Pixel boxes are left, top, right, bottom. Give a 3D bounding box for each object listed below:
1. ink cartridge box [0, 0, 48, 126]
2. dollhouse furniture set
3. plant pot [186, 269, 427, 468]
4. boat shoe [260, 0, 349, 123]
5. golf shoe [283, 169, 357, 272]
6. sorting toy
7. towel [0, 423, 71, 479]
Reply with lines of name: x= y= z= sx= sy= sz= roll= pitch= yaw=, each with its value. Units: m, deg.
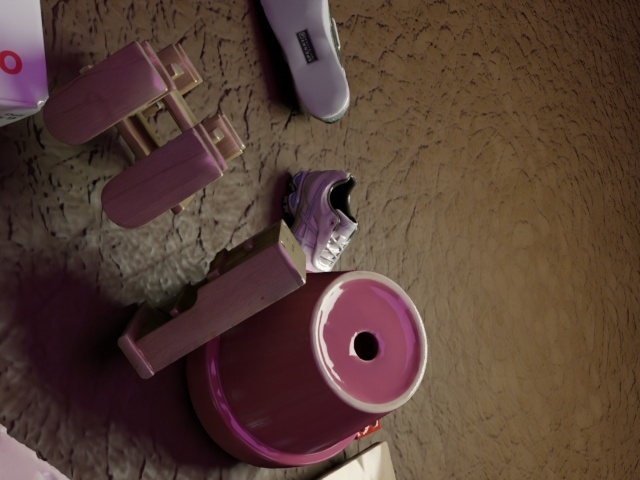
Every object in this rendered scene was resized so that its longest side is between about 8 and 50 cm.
ink cartridge box: x=-0.325 y=-0.229 z=0.636 sx=0.211 sy=0.121 sz=0.289 roll=1 pitch=81 yaw=-50
dollhouse furniture set: x=-0.144 y=-0.034 z=0.771 sx=0.242 sy=0.161 sz=0.212 roll=58 pitch=6 yaw=-11
plant pot: x=-0.002 y=0.111 z=0.858 sx=0.201 sy=0.180 sz=0.201 roll=12 pitch=68 yaw=-31
boat shoe: x=-0.019 y=-0.243 z=1.058 sx=0.070 sy=0.078 sz=0.219 roll=12 pitch=64 yaw=-85
golf shoe: x=0.000 y=0.000 z=1.002 sx=0.069 sy=0.086 sz=0.176 roll=22 pitch=67 yaw=-48
sorting toy: x=0.032 y=0.300 z=0.996 sx=0.132 sy=0.046 sz=0.274 roll=-16 pitch=93 yaw=-51
towel: x=-0.212 y=0.333 z=0.589 sx=0.317 sy=0.053 sz=0.332 roll=38 pitch=47 yaw=-1
